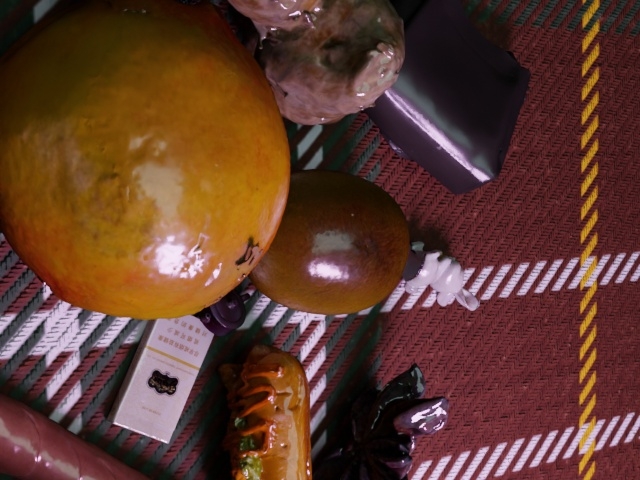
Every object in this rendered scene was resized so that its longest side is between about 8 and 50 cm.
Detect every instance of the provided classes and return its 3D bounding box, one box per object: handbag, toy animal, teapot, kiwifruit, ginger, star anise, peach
[{"bbox_3d":[0.184,-0.241,1.516,0.285,0.113,0.257,40,65,-22],"label":"handbag"},{"bbox_3d":[0.183,0.052,1.559,0.124,0.071,0.085,17,83,-34],"label":"toy animal"},{"bbox_3d":[-0.126,0.089,1.353,0.100,0.045,0.067,-26,88,-52],"label":"teapot"},{"bbox_3d":[0.000,0.000,1.360,0.234,0.196,0.196,15,85,-28],"label":"kiwifruit"},{"bbox_3d":[-0.012,-0.245,1.253,0.176,0.375,0.256,-44,84,-7],"label":"ginger"},{"bbox_3d":[0.084,0.306,1.441,0.129,0.212,0.282,28,70,-20],"label":"star anise"},{"bbox_3d":[-0.207,-0.099,1.133,0.290,0.373,0.372,-15,104,-67],"label":"peach"}]

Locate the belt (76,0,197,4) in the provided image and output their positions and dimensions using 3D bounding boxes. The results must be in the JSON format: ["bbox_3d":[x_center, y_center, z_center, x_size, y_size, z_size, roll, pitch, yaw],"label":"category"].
[{"bbox_3d":[-0.196,-0.417,1.234,0.325,0.122,0.260,-26,112,-32],"label":"belt"}]

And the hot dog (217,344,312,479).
[{"bbox_3d":[-0.077,0.313,1.351,0.117,0.158,0.348,-2,95,-16],"label":"hot dog"}]

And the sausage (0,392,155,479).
[{"bbox_3d":[-0.277,0.295,1.243,0.433,0.088,0.088,38,72,-26],"label":"sausage"}]

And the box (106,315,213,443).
[{"bbox_3d":[-0.205,0.172,1.327,0.090,0.024,0.166,30,77,-34],"label":"box"}]
